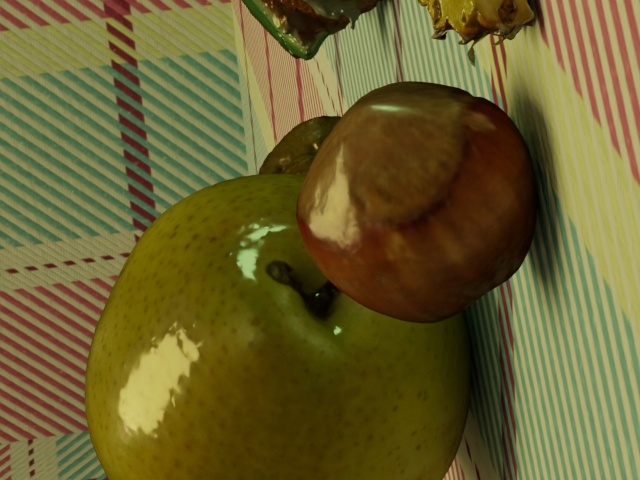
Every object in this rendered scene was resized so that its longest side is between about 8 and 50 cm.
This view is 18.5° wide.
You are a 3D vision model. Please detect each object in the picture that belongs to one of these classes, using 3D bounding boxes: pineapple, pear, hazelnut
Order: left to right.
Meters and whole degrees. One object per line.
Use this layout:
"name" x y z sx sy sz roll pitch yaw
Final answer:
"pear" -0.039 0.121 1.782 0.418 0.362 0.362 112 150 -68
"hazelnut" 0.080 -0.033 1.412 0.182 0.182 0.182 172 90 -84
"pineapple" 0.114 -0.192 1.364 0.137 0.069 0.116 -124 31 -56

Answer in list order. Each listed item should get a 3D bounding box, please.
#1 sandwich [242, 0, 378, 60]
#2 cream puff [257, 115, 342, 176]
"sandwich" -0.031 -0.278 1.986 0.185 0.109 0.160 42 171 -6
"cream puff" 0.016 -0.004 2.041 0.244 0.196 0.244 -56 22 37
